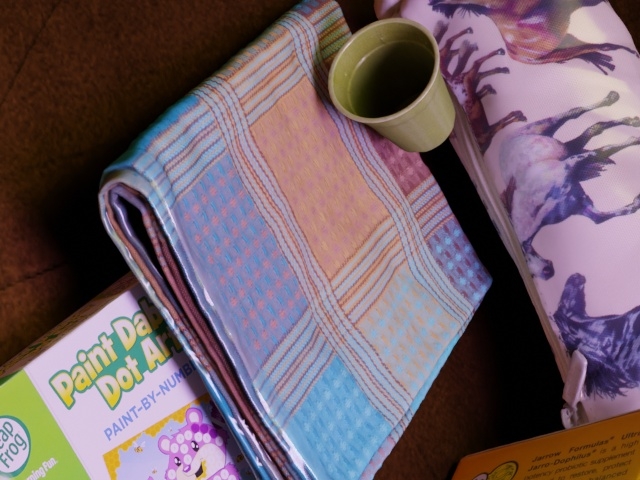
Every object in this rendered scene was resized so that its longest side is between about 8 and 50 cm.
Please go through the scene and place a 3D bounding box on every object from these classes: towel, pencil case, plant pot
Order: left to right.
[{"bbox_3d":[0.000,0.000,1.315,0.271,0.040,0.370,60,30,-12],"label":"towel"},{"bbox_3d":[0.058,-0.101,1.387,0.079,0.083,0.083,48,40,-54],"label":"plant pot"},{"bbox_3d":[0.190,-0.036,1.456,0.183,0.160,0.410,-21,80,-27],"label":"pencil case"}]

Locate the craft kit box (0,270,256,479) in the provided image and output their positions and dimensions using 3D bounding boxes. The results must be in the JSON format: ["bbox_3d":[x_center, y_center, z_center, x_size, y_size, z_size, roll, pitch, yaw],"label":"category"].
[{"bbox_3d":[-0.105,0.165,1.164,0.247,0.061,0.250,59,41,-8],"label":"craft kit box"}]

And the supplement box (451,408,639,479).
[{"bbox_3d":[0.157,0.310,1.284,0.194,0.195,0.356,51,44,-20],"label":"supplement box"}]
